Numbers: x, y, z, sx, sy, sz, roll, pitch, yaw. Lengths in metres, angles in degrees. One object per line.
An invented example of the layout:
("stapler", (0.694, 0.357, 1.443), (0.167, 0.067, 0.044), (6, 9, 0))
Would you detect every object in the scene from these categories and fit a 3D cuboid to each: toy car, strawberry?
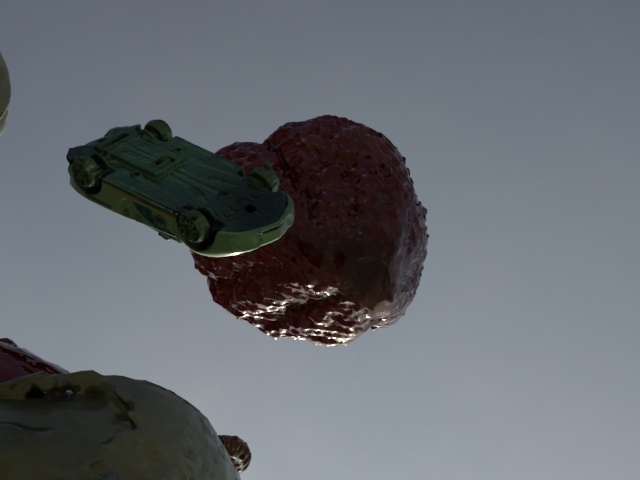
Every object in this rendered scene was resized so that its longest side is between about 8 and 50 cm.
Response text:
("toy car", (-0.103, -0.031, 0.843), (0.186, 0.093, 0.058), (25, -52, 28))
("strawberry", (0.000, 0.000, 1.177), (0.250, 0.288, 0.239), (-27, -68, -16))

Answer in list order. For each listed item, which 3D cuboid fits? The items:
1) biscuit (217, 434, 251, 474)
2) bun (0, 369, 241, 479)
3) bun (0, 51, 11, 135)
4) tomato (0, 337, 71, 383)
("biscuit", (-0.162, 0.255, 1.260), (0.206, 0.025, 0.126), (-15, -30, -26))
("bun", (-0.147, 0.130, 0.431), (0.239, 0.239, 0.141), (-23, -86, 3))
("bun", (-0.389, -0.111, 1.002), (0.259, 0.160, 0.259), (-23, -49, -29))
("tomato", (-0.204, 0.141, 0.685), (0.308, 0.309, 0.170), (16, -85, -12))
